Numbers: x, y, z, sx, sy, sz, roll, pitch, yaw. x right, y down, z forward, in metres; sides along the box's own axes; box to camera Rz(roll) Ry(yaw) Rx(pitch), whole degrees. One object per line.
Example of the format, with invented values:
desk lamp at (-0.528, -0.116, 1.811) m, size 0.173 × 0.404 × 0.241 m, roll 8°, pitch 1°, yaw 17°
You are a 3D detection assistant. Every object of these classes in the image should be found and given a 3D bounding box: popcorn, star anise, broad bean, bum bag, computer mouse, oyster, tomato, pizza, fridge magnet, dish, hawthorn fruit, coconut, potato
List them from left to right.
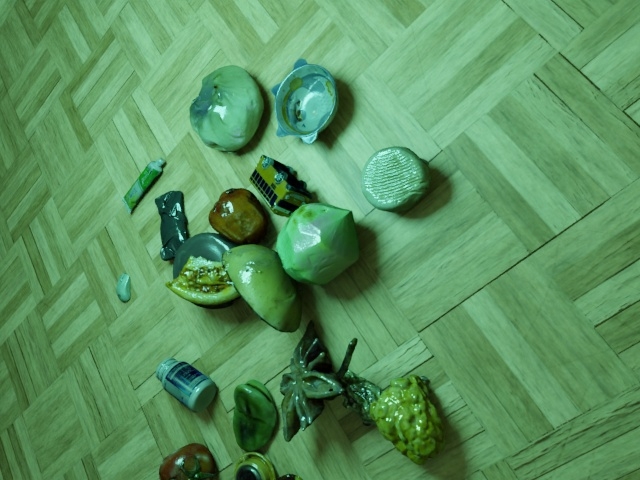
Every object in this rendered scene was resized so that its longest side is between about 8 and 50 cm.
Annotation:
computer mouse at (-0.731, 0.172, 1.650) m, size 0.055 × 0.032 × 0.110 m, roll -3°, pitch 85°, yaw 27°
bum bag at (-0.513, -0.056, 1.536) m, size 0.123 × 0.060 × 0.249 m, roll -23°, pitch 75°, yaw 26°
tomato at (-0.410, 0.709, 1.378) m, size 0.167 × 0.167 × 0.168 m, roll -2°, pitch 85°, yaw 28°
pizza at (-0.329, 0.120, 1.290) m, size 0.270 × 0.056 × 0.135 m, roll 11°, pitch 99°, yaw 17°
hawthorn fruit at (-0.238, -0.072, 1.335) m, size 0.179 × 0.173 × 0.174 m, roll 33°, pitch 102°, yaw 27°
broad bean at (-0.200, 0.521, 1.330) m, size 0.153 × 0.072 × 0.207 m, roll 3°, pitch 99°, yaw 31°
fridge magnet at (-0.195, 0.695, 1.308) m, size 0.143 × 0.063 × 0.143 m, roll -3°, pitch 84°, yaw 25°
potato at (-0.130, 0.107, 1.227) m, size 0.116 × 0.239 × 0.299 m, roll -43°, pitch 63°, yaw 11°
dish at (-0.036, -0.392, 1.293) m, size 0.227 × 0.086 × 0.237 m, roll 15°, pitch 94°, yaw 29°
star anise at (-0.017, 0.366, 1.174) m, size 0.292 × 0.108 × 0.350 m, roll 34°, pitch 103°, yaw 56°
coconut at (0.000, 0.000, 1.180) m, size 0.204 × 0.236 × 0.236 m, roll 44°, pitch 108°, yaw -5°
oyster at (0.105, 0.414, 1.173) m, size 0.165 × 0.053 × 0.108 m, roll 29°, pitch 97°, yaw 29°
popcorn at (0.205, 0.426, 1.062) m, size 0.163 × 0.140 × 0.194 m, roll -13°, pitch 85°, yaw 0°

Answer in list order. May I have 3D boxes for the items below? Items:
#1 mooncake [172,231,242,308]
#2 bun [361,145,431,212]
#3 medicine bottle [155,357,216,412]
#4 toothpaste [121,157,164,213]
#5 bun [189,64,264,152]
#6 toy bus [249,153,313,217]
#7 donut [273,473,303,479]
mooncake at (-0.330, 0.093, 1.385) m, size 0.244 × 0.133 × 0.245 m, roll -2°, pitch 85°, yaw 26°
bun at (0.198, -0.152, 1.136) m, size 0.173 × 0.113 × 0.167 m, roll 20°, pitch 103°, yaw 26°
medicine bottle at (-0.433, 0.454, 1.428) m, size 0.191 × 0.107 × 0.107 m, roll 23°, pitch 97°, yaw 27°
toothpaste at (-0.646, -0.207, 1.628) m, size 0.248 × 0.046 × 0.078 m, roll -43°, pitch 66°, yaw 21°
bun at (-0.301, -0.412, 1.393) m, size 0.272 × 0.168 × 0.273 m, roll -7°, pitch 76°, yaw 31°
toy bus at (-0.119, -0.151, 1.279) m, size 0.114 × 0.098 × 0.201 m, roll -56°, pitch 44°, yaw 16°
donut at (-0.089, 0.722, 1.236) m, size 0.140 × 0.059 × 0.141 m, roll 1°, pitch 95°, yaw 12°
